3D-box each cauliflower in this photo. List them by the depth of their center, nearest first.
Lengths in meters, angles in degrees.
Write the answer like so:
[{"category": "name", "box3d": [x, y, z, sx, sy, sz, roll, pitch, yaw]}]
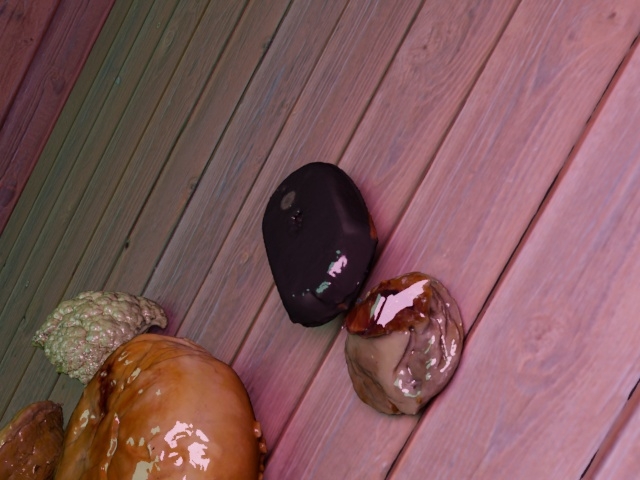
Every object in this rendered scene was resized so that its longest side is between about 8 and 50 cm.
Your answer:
[{"category": "cauliflower", "box3d": [-0.449, 0.229, 1.522, 0.272, 0.275, 0.250, -3, 101, 33]}]

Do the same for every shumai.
[{"category": "shumai", "box3d": [0.087, 0.121, 0.955, 0.201, 0.120, 0.201, -26, 52, 38]}]

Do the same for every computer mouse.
[{"category": "computer mouse", "box3d": [0.004, 0.002, 1.121, 0.183, 0.116, 0.323, -50, 31, 21]}]

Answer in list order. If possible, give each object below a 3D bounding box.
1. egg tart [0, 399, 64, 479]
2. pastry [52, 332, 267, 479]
[{"category": "egg tart", "box3d": [-0.643, 0.508, 1.593, 0.341, 0.132, 0.341, -62, -5, -9]}, {"category": "pastry", "box3d": [-0.246, 0.344, 1.143, 0.410, 0.245, 0.409, -31, 45, 37]}]
